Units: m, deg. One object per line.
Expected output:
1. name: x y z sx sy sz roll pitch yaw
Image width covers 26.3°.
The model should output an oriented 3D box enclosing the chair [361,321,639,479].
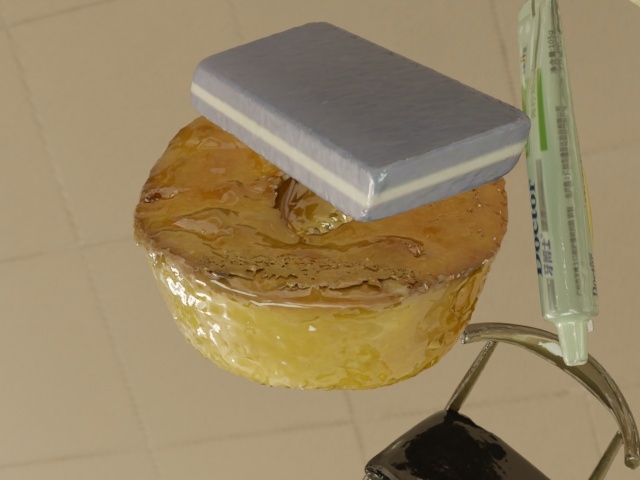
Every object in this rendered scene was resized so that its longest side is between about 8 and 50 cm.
1. chair: 0.138 0.222 1.192 0.188 0.166 0.272 37 124 17

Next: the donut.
1. donut: -0.001 0.002 0.978 0.278 0.277 0.108 11 125 12

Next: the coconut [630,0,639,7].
1. coconut: 0.488 -0.419 1.754 0.297 0.254 0.297 4 117 8

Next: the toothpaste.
1. toothpaste: 0.121 -0.034 0.708 0.029 0.048 0.197 -3 82 -14

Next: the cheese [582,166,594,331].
1. cheese: 0.234 0.005 1.273 0.036 0.086 0.162 -10 92 -9

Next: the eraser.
1. eraser: 0.010 -0.064 0.671 0.082 0.225 0.036 -20 119 -21
